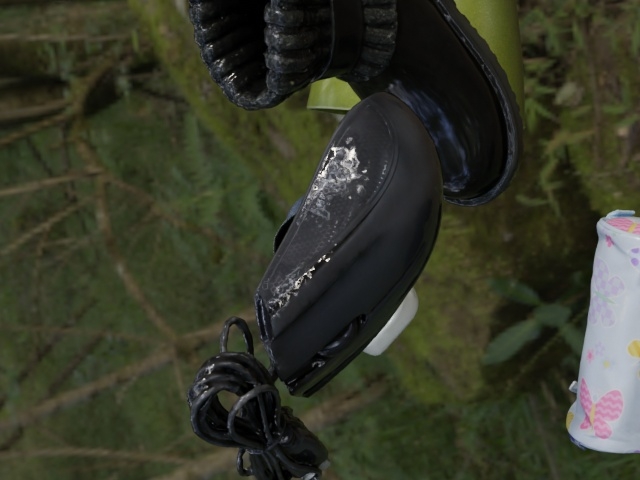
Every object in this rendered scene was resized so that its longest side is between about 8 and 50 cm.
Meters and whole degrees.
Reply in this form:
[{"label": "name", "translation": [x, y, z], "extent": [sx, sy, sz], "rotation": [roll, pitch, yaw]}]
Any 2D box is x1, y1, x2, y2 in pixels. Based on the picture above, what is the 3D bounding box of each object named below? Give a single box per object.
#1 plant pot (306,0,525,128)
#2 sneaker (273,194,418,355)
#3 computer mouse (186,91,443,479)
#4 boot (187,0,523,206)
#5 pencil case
[{"label": "plant pot", "translation": [0.134, -0.297, 1.569], "extent": [0.275, 0.274, 0.294], "rotation": [14, 99, 63]}, {"label": "sneaker", "translation": [0.000, 0.000, 1.527], "extent": [0.131, 0.148, 0.350], "rotation": [-52, 27, 7]}, {"label": "computer mouse", "translation": [0.021, 0.030, 0.818], "extent": [0.072, 0.272, 0.188], "rotation": [17, 161, 24]}, {"label": "boot", "translation": [0.032, -0.152, 1.109], "extent": [0.131, 0.260, 0.348], "rotation": [-25, 98, 35]}, {"label": "pencil case", "translation": [0.354, 0.107, 1.438], "extent": [0.124, 0.113, 0.273], "rotation": [-134, 48, -68]}]
